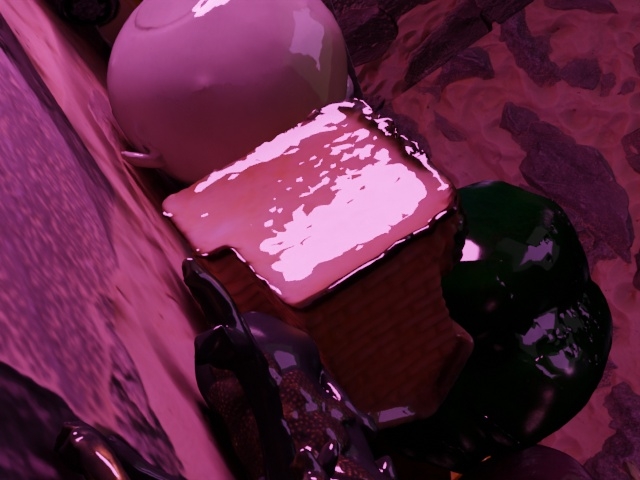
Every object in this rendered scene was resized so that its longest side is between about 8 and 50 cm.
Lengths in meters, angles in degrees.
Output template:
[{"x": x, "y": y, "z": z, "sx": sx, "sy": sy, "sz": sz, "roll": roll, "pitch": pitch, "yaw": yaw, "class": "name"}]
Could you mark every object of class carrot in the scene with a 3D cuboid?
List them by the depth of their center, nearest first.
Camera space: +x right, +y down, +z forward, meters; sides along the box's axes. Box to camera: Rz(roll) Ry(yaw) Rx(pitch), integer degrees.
[{"x": 0.050, "y": 0.157, "z": 0.982, "sx": 0.066, "sy": 0.066, "sz": 0.314, "roll": 53, "pitch": 1, "yaw": -35, "class": "carrot"}]

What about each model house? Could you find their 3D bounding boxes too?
[{"x": 0.018, "y": 0.032, "z": 0.631, "sx": 0.183, "sy": 0.167, "sz": 0.172, "roll": 43, "pitch": -21, "yaw": 51, "class": "model house"}]

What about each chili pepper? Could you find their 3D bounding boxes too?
[{"x": 0.138, "y": 0.081, "z": 0.821, "sx": 0.233, "sy": 0.248, "sz": 0.257, "roll": 45, "pitch": 21, "yaw": 4, "class": "chili pepper"}]

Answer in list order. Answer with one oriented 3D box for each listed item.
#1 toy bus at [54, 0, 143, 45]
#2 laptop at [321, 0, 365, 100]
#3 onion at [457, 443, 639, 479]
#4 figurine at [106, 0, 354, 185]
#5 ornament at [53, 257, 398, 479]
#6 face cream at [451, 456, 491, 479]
[{"x": -0.160, "y": -0.275, "z": 0.935, "sx": 0.305, "sy": 0.179, "sz": 0.143, "roll": 50, "pitch": 26, "yaw": -59, "class": "toy bus"}, {"x": 0.005, "y": -0.161, "z": 0.906, "sx": 0.187, "sy": 0.015, "sz": 0.269, "roll": -144, "pitch": -147, "yaw": -73, "class": "laptop"}, {"x": 0.190, "y": 0.282, "z": 0.777, "sx": 0.200, "sy": 0.201, "sz": 0.207, "roll": -2, "pitch": 98, "yaw": -86, "class": "onion"}, {"x": -0.064, "y": -0.071, "z": 0.868, "sx": 0.275, "sy": 0.226, "sz": 0.394, "roll": 20, "pitch": -28, "yaw": 39, "class": "figurine"}, {"x": -0.032, "y": 0.075, "z": 0.388, "sx": 0.202, "sy": 0.080, "sz": 0.236, "roll": 56, "pitch": 4, "yaw": 31, "class": "ornament"}, {"x": 0.208, "y": 0.320, "z": 1.392, "sx": 0.273, "sy": 0.078, "sz": 0.078, "roll": 57, "pitch": 4, "yaw": 38, "class": "face cream"}]
